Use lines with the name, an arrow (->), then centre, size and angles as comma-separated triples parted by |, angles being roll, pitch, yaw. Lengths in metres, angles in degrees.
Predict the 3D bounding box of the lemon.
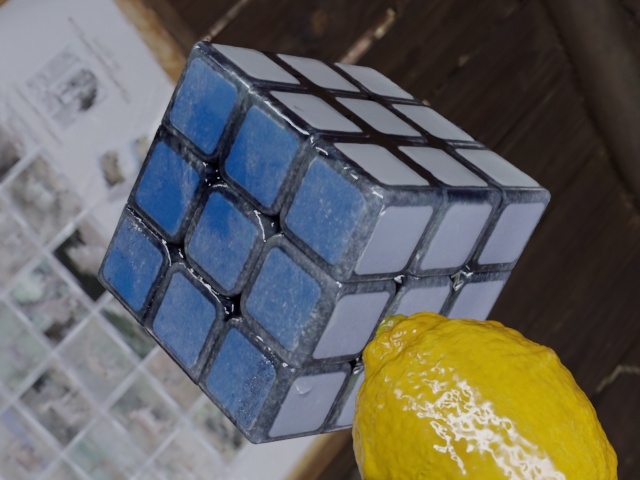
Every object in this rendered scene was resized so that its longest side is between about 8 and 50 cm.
lemon -> 0.091, 0.120, 0.761 | 0.187, 0.142, 0.142 | 52, 159, 17

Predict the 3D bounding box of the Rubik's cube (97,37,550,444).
Rubik's cube -> 0.000, 0.000, 1.375 | 0.301, 0.303, 0.305 | 42, 118, 33
